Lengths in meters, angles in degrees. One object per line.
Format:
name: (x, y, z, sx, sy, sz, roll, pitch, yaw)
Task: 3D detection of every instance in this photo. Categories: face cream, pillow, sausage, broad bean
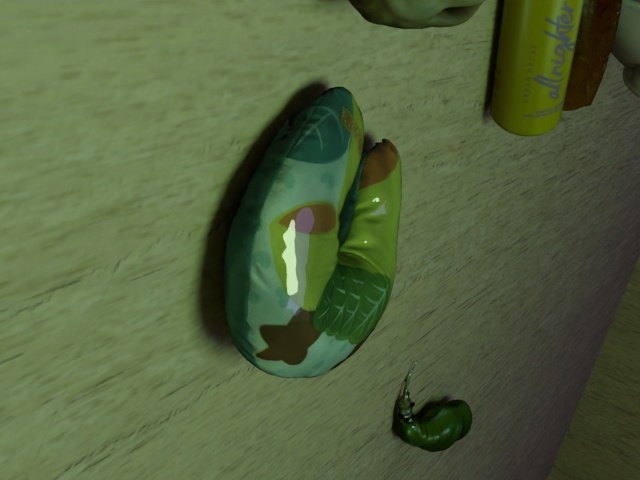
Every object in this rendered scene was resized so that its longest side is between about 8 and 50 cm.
face cream: (0.220, -0.229, 0.963, 0.078, 0.078, 0.273, -49, 152, -34)
pillow: (0.000, 0.000, 0.732, 0.233, 0.086, 0.214, 37, 68, -64)
sausage: (0.298, -0.270, 1.093, 0.103, 0.076, 0.302, -55, 155, -24)
broad bean: (0.163, 0.250, 1.356, 0.098, 0.056, 0.318, -61, 155, -8)

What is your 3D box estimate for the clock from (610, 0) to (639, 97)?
clock: (0.523, -0.320, 1.157, 0.250, 0.376, 0.368, 13, 101, -62)

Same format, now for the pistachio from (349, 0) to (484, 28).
pistachio: (0.082, -0.221, 0.639, 0.129, 0.131, 0.206, -22, -153, 50)
